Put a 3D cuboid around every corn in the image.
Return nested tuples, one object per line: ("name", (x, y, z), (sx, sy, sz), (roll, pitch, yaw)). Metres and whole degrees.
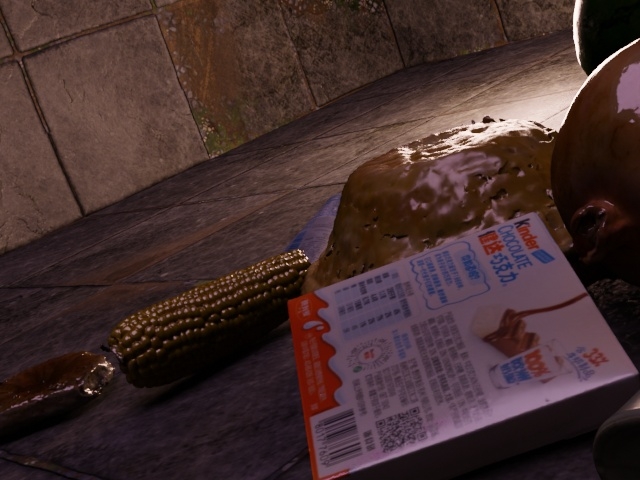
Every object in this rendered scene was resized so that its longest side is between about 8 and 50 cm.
("corn", (-0.134, 0.102, 1.265), (0.310, 0.101, 0.101), (-22, 12, -34))

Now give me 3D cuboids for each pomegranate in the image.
("pomegranate", (0.328, -0.061, 0.927), (0.270, 0.229, 0.252), (-29, 56, -17))

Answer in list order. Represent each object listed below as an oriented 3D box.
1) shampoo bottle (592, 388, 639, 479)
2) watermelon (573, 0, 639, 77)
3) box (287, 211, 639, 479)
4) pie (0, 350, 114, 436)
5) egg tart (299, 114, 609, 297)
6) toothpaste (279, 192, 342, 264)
("shampoo bottle", (0.291, 0.098, 0.685), (0.118, 0.087, 0.234), (-5, 19, 46))
("watermelon", (0.584, -0.363, 1.603), (0.363, 0.363, 0.363), (-19, 13, 5))
("box", (0.109, 0.095, 0.887), (0.265, 0.048, 0.273), (-20, 29, 5))
("pie", (-0.365, 0.199, 1.322), (0.195, 0.046, 0.195), (-19, 12, 4))
("egg tart", (0.170, -0.035, 1.195), (0.443, 0.178, 0.443), (-19, 14, 5))
("toothpaste", (0.000, 0.000, 1.573), (0.114, 0.073, 0.299), (-9, 24, 36))
